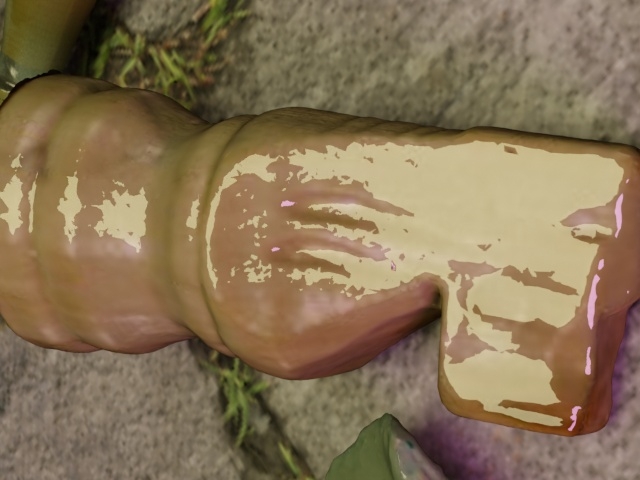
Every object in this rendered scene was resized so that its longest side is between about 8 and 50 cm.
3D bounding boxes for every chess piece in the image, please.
[{"bbox_3d":[0.000,0.000,0.769,0.301,0.137,0.137,6,94,29],"label":"chess piece"}]

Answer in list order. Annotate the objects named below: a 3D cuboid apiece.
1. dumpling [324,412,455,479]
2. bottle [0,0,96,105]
[{"bbox_3d":[0.050,0.181,0.739,0.108,0.152,0.219,-6,66,-3],"label":"dumpling"},{"bbox_3d":[-0.119,-0.179,0.876,0.083,0.083,0.269,36,117,34],"label":"bottle"}]
